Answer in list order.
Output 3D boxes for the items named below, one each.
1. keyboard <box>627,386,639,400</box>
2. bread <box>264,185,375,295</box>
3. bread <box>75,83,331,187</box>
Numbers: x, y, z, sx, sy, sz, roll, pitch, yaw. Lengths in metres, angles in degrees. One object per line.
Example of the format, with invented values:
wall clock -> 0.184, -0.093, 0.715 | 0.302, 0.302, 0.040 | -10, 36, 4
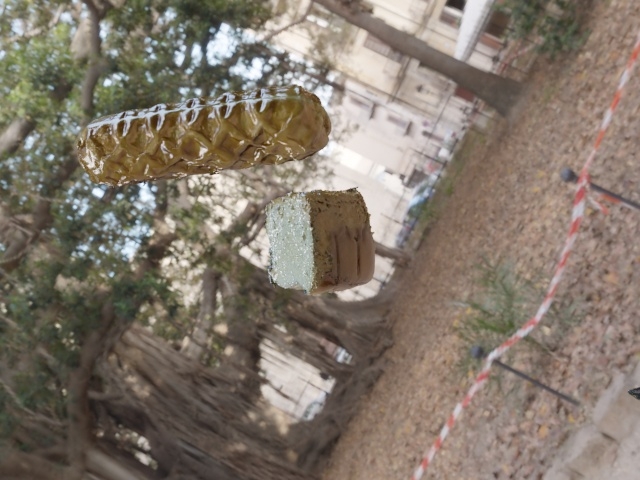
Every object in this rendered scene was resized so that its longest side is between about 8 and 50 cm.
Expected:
keyboard -> 0.233, 0.045, 0.301 | 0.198, 0.064, 0.010 | -43, 57, 57
bread -> 0.002, 0.000, 0.533 | 0.077, 0.070, 0.083 | -3, 95, 57
bread -> -0.071, -0.062, 0.409 | 0.052, 0.157, 0.044 | -83, -16, -57
